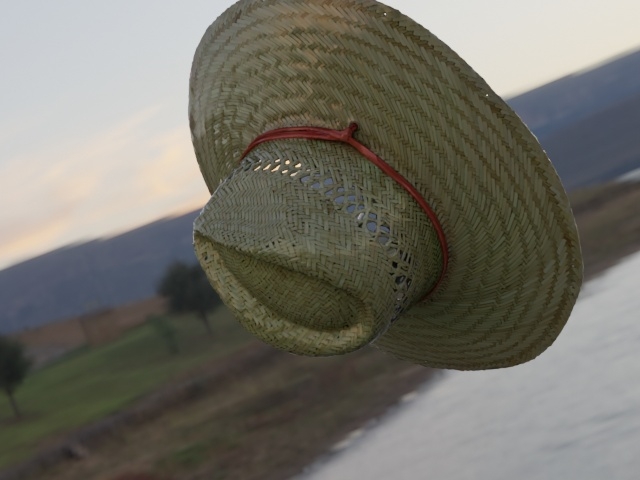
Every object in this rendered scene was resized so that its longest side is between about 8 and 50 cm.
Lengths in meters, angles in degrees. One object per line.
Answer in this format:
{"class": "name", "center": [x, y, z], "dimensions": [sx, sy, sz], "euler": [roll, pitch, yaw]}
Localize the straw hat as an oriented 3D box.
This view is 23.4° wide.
{"class": "straw hat", "center": [0.000, 0.000, 0.457], "dimensions": [0.144, 0.144, 0.061], "euler": [-23, 16, 50]}
